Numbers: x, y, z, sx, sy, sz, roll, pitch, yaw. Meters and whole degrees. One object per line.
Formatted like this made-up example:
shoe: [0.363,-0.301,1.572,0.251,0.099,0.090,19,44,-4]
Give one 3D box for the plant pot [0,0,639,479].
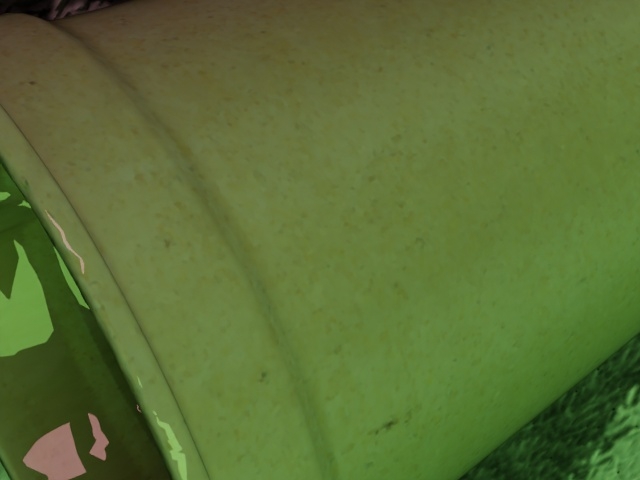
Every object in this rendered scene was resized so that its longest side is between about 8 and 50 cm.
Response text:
plant pot: [0.000,0.000,0.789,0.305,0.334,0.333,-27,129,-22]
